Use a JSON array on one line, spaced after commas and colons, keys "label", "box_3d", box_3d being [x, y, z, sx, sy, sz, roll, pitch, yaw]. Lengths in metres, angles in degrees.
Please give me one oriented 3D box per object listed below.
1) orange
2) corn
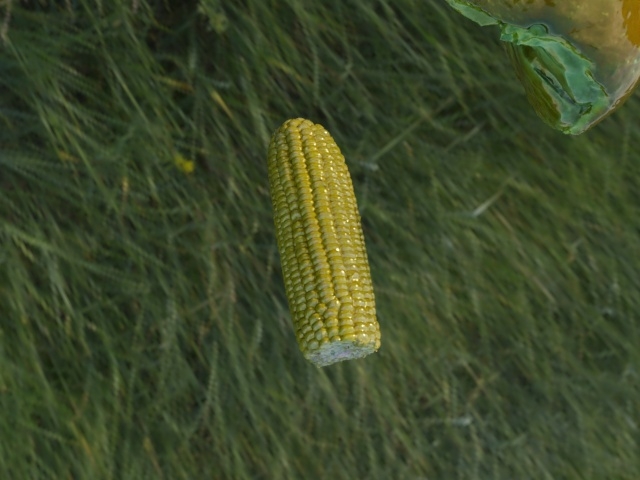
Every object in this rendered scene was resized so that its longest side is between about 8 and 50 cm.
[{"label": "orange", "box_3d": [0.164, -0.196, 0.946, 0.237, 0.179, 0.158, 40, 115, -23]}, {"label": "corn", "box_3d": [0.000, 0.000, 1.171, 0.081, 0.248, 0.081, -8, 150, -5]}]
